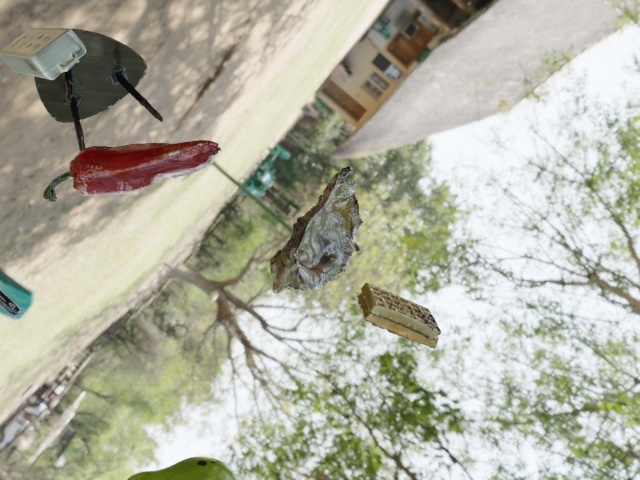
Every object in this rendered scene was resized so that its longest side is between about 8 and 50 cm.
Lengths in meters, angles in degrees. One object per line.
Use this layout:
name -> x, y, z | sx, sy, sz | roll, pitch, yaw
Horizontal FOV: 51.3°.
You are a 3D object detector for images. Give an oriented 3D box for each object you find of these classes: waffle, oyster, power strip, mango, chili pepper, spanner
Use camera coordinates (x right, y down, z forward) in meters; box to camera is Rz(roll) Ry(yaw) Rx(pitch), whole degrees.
waffle -> 0.142, 0.135, 1.203 | 0.042, 0.148, 0.102 | -62, -164, 16
oyster -> -0.004, 0.010, 1.458 | 0.096, 0.221, 0.361 | 6, -131, 34
power strip -> -0.571, -0.382, 1.353 | 0.098, 0.058, 0.338 | -47, -143, -17
mango -> -0.336, 0.622, 1.636 | 0.143, 0.293, 0.175 | -51, -136, 40
chili pepper -> -0.391, -0.152, 1.374 | 0.388, 0.110, 0.110 | -8, -167, 4
spanner -> -0.507, 0.033, 0.948 | 0.012, 0.208, 0.046 | -43, -167, 3

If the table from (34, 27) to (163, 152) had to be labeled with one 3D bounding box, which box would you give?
table -> -0.613, -0.358, 1.807 | 0.318, 0.249, 0.317 | -21, 148, -14
